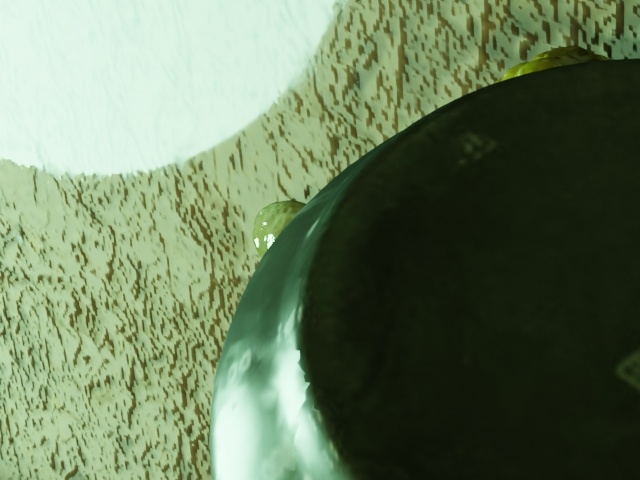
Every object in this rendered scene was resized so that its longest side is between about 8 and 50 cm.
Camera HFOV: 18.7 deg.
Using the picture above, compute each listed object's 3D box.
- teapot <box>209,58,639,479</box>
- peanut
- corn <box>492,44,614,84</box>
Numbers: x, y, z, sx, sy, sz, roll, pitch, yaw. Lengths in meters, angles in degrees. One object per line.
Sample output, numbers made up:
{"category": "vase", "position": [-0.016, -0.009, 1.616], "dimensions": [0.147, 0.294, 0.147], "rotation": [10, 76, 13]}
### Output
{"category": "teapot", "position": [0.116, 0.139, 0.627], "dimensions": [0.300, 0.253, 0.344], "rotation": [20, 142, 16]}
{"category": "peanut", "position": [0.000, 0.000, 0.857], "dimensions": [0.083, 0.037, 0.037], "rotation": [0, 110, 53]}
{"category": "corn", "position": [0.052, 0.043, 0.771], "dimensions": [0.102, 0.102, 0.313], "rotation": [44, 135, 25]}
